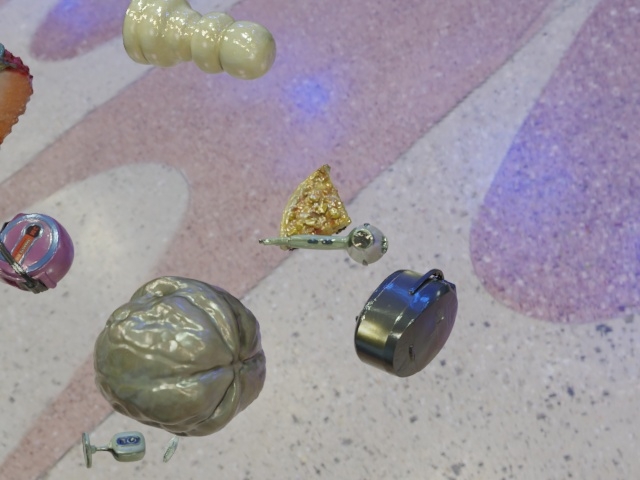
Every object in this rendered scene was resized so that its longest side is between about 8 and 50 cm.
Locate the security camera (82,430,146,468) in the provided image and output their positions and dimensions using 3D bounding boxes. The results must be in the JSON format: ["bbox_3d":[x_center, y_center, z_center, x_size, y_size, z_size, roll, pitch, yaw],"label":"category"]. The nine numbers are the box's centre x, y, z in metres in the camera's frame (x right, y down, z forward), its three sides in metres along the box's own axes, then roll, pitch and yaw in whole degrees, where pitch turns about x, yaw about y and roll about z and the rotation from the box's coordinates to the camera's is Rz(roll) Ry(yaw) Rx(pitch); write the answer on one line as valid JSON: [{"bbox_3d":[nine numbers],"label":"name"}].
[{"bbox_3d":[-0.312,0.312,1.434,0.092,0.058,0.058,-7,41,-18],"label":"security camera"}]

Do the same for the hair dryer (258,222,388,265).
[{"bbox_3d":[0.010,-0.001,1.445,0.199,0.167,0.067,4,84,-8],"label":"hair dryer"}]

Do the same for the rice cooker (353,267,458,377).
[{"bbox_3d":[0.115,0.108,1.277,0.106,0.112,0.165,14,43,27],"label":"rice cooker"}]

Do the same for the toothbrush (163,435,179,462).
[{"bbox_3d":[-0.218,0.279,1.685,0.286,0.020,0.025,-62,7,14],"label":"toothbrush"}]

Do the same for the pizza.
[{"bbox_3d":[-0.007,-0.049,1.656,0.131,0.041,0.178,31,76,35],"label":"pizza"}]

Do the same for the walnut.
[{"bbox_3d":[-0.178,0.145,1.190,0.224,0.224,0.224,-13,46,14],"label":"walnut"}]

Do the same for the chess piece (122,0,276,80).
[{"bbox_3d":[-0.230,-0.399,1.906,0.299,0.167,0.167,19,58,18],"label":"chess piece"}]

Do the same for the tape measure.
[{"bbox_3d":[-0.439,0.017,1.432,0.125,0.074,0.118,23,69,17],"label":"tape measure"}]

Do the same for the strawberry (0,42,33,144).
[{"bbox_3d":[-0.580,-0.234,1.541,0.190,0.236,0.111,-16,59,-40],"label":"strawberry"}]
